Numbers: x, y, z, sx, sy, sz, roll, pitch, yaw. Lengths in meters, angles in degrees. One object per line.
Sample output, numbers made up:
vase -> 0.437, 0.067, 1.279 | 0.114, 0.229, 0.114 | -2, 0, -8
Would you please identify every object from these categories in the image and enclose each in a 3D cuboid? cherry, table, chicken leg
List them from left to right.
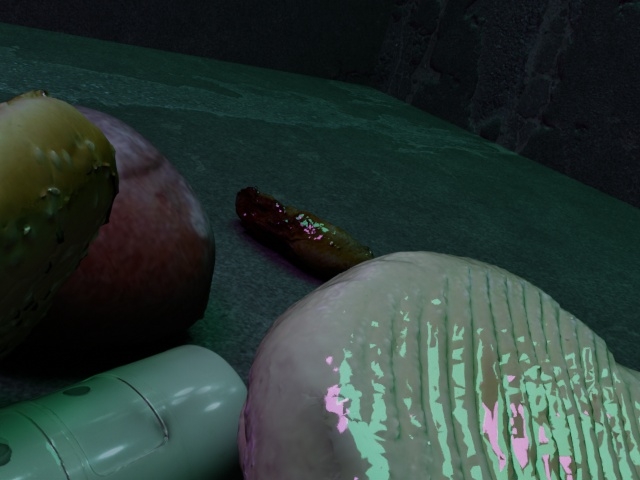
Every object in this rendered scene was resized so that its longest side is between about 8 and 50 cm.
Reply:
table -> -0.158, 0.159, 0.442 | 0.126, 0.126, 0.220 | 29, 23, 29
cherry -> -0.238, -0.005, 0.670 | 0.308, 0.221, 0.261 | 35, 37, -18
chicken leg -> -0.005, 0.000, 1.032 | 0.323, 0.082, 0.177 | 29, 9, 34

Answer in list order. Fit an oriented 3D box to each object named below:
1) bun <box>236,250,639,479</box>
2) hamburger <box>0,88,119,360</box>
bun -> 0.093, 0.177, 0.444 | 0.365, 0.219, 0.365 | 24, 39, -21
hamburger -> -0.297, 0.026, 0.392 | 0.195, 0.318, 0.277 | 42, 25, -7
